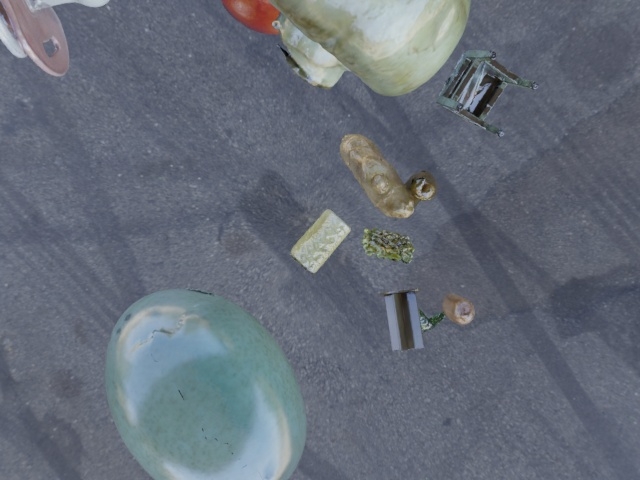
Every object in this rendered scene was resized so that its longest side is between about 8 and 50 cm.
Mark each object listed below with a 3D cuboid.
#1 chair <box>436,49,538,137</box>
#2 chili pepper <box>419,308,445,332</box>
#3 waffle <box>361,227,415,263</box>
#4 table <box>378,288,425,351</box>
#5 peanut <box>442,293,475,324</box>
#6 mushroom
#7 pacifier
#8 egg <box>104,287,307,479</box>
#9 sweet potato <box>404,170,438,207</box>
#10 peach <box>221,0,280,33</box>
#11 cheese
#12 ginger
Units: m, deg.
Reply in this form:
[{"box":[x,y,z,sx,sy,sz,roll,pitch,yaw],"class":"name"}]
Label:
[{"box":[0.367,-0.364,0.995,0.147,0.270,0.136,24,112,-16],"class":"chair"},{"box":[0.447,0.334,1.768,0.279,0.065,0.122,26,70,-42],"class":"chili pepper"},{"box":[0.284,0.012,1.713,0.224,0.204,0.054,12,120,1],"class":"waffle"},{"box":[0.324,0.311,1.594,0.167,0.167,0.226,-6,77,-1],"class":"table"},{"box":[0.394,0.196,1.195,0.076,0.152,0.076,0,96,-3],"class":"peanut"},{"box":[0.045,-0.356,0.568,0.260,0.352,0.352,-37,93,36],"class":"mushroom"},{"box":[-0.588,-0.513,0.842,0.273,0.220,0.332,-38,136,-32],"class":"pacifier"},{"box":[-0.114,0.155,0.422,0.169,0.169,0.236,-37,98,0],"class":"egg"},{"box":[0.321,-0.166,1.347,0.098,0.310,0.124,27,82,3],"class":"sweet potato"},{"box":[-0.142,-0.754,1.105,0.389,0.388,0.387,0,92,-2],"class":"peach"},{"box":[0.000,0.000,1.143,0.094,0.123,0.167,39,94,-5],"class":"cheese"},{"box":[0.173,-0.212,1.325,0.126,0.190,0.354,-42,64,16],"class":"ginger"}]
